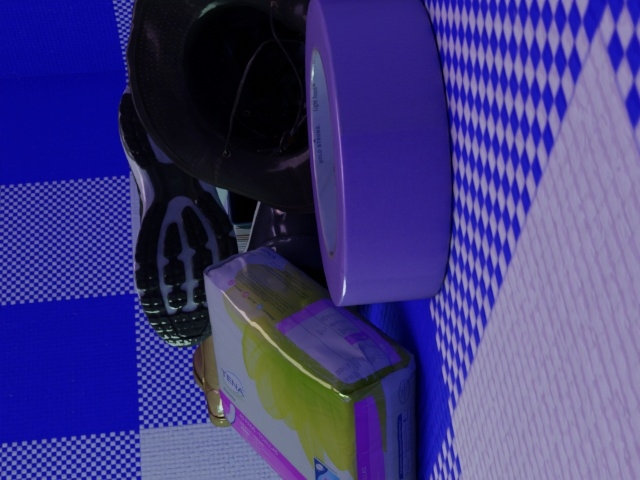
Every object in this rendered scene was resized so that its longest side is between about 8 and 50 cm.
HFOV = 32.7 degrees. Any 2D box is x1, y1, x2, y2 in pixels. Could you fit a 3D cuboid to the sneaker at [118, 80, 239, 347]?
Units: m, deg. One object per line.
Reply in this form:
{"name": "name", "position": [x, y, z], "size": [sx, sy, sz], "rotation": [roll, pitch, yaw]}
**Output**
{"name": "sneaker", "position": [-0.214, -0.042, 1.664], "size": [0.182, 0.158, 0.411], "rotation": [138, 126, -81]}

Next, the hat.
{"name": "hat", "position": [-0.054, -0.199, 1.244], "size": [0.134, 0.331, 0.331], "rotation": [-45, -40, -50]}

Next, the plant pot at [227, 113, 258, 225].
{"name": "plant pot", "position": [-0.053, -0.099, 1.668], "size": [0.234, 0.165, 0.166], "rotation": [90, 175, -85]}

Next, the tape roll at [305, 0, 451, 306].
{"name": "tape roll", "position": [0.045, -0.081, 0.975], "size": [0.275, 0.090, 0.275], "rotation": [175, 90, -86]}

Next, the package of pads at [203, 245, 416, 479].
{"name": "package of pads", "position": [-0.016, 0.160, 1.193], "size": [0.296, 0.101, 0.229], "rotation": [34, 138, 46]}

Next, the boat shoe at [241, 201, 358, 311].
{"name": "boat shoe", "position": [-0.035, 0.087, 1.470], "size": [0.500, 0.186, 0.156], "rotation": [104, 174, -58]}

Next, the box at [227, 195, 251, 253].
{"name": "box", "position": [-0.081, -0.022, 1.962], "size": [0.203, 0.167, 0.169], "rotation": [-153, 59, -84]}

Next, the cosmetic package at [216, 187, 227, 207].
{"name": "cosmetic package", "position": [-0.177, -0.234, 1.890], "size": [0.377, 0.097, 0.284], "rotation": [-91, 14, -58]}

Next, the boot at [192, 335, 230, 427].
{"name": "boot", "position": [-0.190, 0.176, 2.022], "size": [0.236, 0.089, 0.270], "rotation": [-121, 24, -53]}
